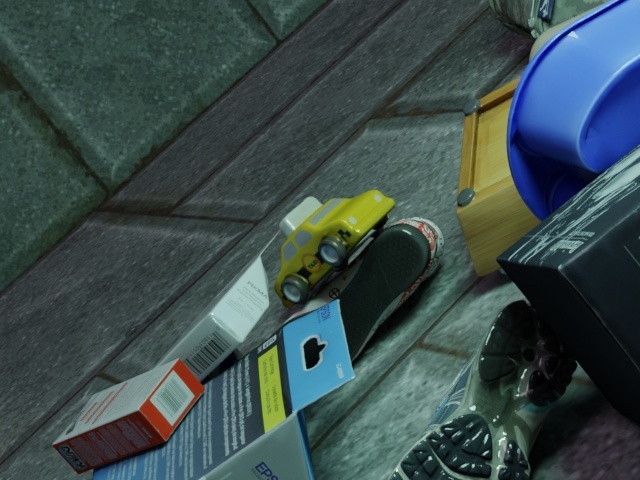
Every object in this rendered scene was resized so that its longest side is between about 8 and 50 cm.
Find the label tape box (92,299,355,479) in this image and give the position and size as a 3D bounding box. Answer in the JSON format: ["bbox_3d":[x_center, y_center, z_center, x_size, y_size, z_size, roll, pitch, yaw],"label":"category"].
[{"bbox_3d":[-0.087,0.233,1.589,0.348,0.115,0.249,-34,17,6],"label":"label tape box"}]

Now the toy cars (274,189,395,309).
[{"bbox_3d":[0.000,0.000,1.827,0.176,0.087,0.393,-43,-3,-2],"label":"toy cars"}]

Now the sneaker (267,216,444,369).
[{"bbox_3d":[0.045,0.077,1.774,0.270,0.090,0.145,-47,-6,19],"label":"sneaker"}]

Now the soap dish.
[{"bbox_3d":[0.281,-0.110,1.633,0.291,0.118,0.229,-28,34,33],"label":"soap dish"}]

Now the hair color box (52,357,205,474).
[{"bbox_3d":[-0.218,0.200,1.662,0.167,0.053,0.093,-24,21,41],"label":"hair color box"}]

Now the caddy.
[{"bbox_3d":[0.345,-0.125,1.397,0.341,0.241,0.179,-30,22,-4],"label":"caddy"}]

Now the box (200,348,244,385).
[{"bbox_3d":[-0.141,0.204,1.826,0.137,0.072,0.126,-37,18,1],"label":"box"}]

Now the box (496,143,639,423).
[{"bbox_3d":[0.326,-0.011,1.129,0.312,0.179,0.343,-39,0,-1],"label":"box"}]

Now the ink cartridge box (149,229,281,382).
[{"bbox_3d":[-0.123,0.104,1.782,0.189,0.066,0.232,-45,0,32],"label":"ink cartridge box"}]

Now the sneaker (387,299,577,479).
[{"bbox_3d":[0.138,0.191,1.314,0.283,0.110,0.122,-53,-5,-22],"label":"sneaker"}]

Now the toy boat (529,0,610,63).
[{"bbox_3d":[0.380,-0.215,1.789,0.151,0.151,0.231,-15,-3,-44],"label":"toy boat"}]

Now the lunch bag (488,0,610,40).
[{"bbox_3d":[0.372,-0.387,2.093,0.256,0.213,0.305,-53,16,8],"label":"lunch bag"}]
